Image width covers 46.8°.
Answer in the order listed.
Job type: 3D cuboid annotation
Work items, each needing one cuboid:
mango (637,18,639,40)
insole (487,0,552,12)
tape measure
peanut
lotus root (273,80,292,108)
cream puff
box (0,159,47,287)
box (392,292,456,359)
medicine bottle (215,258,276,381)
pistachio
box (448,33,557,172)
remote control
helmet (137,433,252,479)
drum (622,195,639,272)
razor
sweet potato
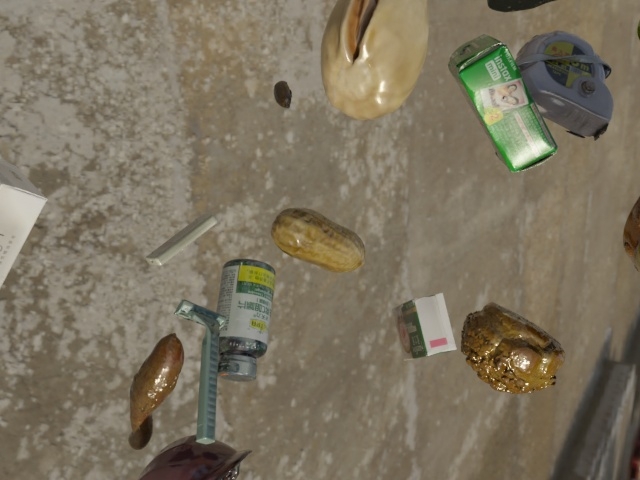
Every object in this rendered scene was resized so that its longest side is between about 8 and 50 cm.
[{"bbox_3d":[0.621,-0.360,1.278,0.089,0.163,0.117,-18,141,-19],"label":"mango"},{"bbox_3d":[0.469,-0.534,1.561,0.011,0.248,0.081,-35,119,-51],"label":"insole"},{"bbox_3d":[0.505,-0.344,1.556,0.120,0.236,0.197,123,-11,-67],"label":"tape measure"},{"bbox_3d":[0.000,0.000,1.389,0.226,0.108,0.095,23,101,-38],"label":"peanut"},{"bbox_3d":[-0.088,-0.338,1.696,0.030,0.083,0.037,4,133,-26],"label":"lotus root"},{"bbox_3d":[0.282,0.168,1.108,0.115,0.165,0.150,-60,-179,6],"label":"cream puff"},{"bbox_3d":[-0.708,-0.029,1.547,0.111,0.194,0.260,26,97,-48],"label":"box"},{"bbox_3d":[0.241,0.206,1.744,0.199,0.081,0.135,119,-40,-76],"label":"box"},{"bbox_3d":[-0.195,0.202,1.853,0.141,0.142,0.293,42,49,-56],"label":"medicine bottle"},{"bbox_3d":[0.110,-0.381,1.396,0.214,0.194,0.317,53,54,-65],"label":"pistachio"},{"bbox_3d":[0.346,-0.261,1.418,0.250,0.103,0.180,56,13,-17],"label":"box"},{"bbox_3d":[-0.336,-0.003,1.806,0.190,0.087,0.029,-41,110,-24],"label":"remote control"},{"bbox_3d":[-0.340,0.602,1.836,0.338,0.197,0.271,-57,168,12],"label":"helmet"},{"bbox_3d":[0.678,-0.014,1.064,0.431,0.431,0.214,50,13,-53],"label":"drum"},{"bbox_3d":[-0.212,0.243,1.387,0.111,0.056,0.277,29,38,-40],"label":"razor"},{"bbox_3d":[-0.431,0.391,1.865,0.109,0.109,0.385,-20,140,-57],"label":"sweet potato"}]
